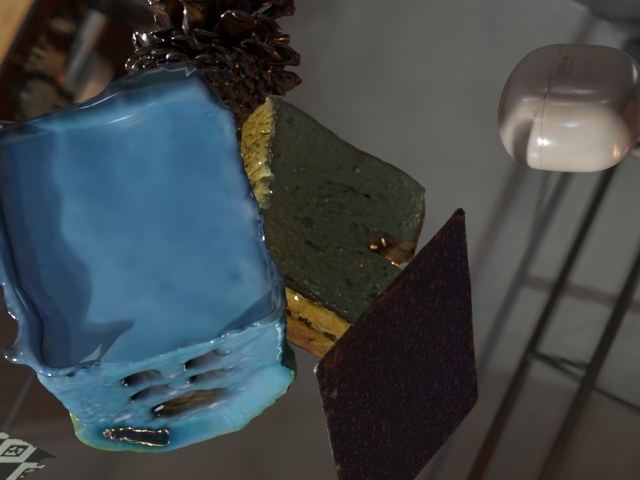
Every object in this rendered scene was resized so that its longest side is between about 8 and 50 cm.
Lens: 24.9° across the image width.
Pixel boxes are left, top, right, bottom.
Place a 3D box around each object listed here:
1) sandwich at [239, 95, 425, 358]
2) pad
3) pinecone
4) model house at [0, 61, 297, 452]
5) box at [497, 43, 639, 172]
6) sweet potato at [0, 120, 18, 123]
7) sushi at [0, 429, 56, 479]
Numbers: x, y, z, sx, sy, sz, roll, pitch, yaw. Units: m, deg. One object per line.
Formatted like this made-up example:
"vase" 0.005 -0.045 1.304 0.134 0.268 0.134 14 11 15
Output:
"sandwich" 0.001 -0.001 1.691 0.249 0.273 0.095 29 138 -19
"pad" 0.081 0.139 1.390 0.004 0.220 0.330 29 150 28
"pinecone" -0.130 -0.282 1.969 0.246 0.292 0.246 10 153 5
"model house" -0.141 0.032 1.223 0.215 0.237 0.303 -18 157 -2
"box" 0.255 -0.136 1.465 0.145 0.088 0.200 3 -152 15
"sweet potato" -0.299 -0.098 1.690 0.179 0.044 0.044 27 173 -17
"sushi" -0.472 0.250 1.578 0.264 0.290 0.050 44 -161 -59
